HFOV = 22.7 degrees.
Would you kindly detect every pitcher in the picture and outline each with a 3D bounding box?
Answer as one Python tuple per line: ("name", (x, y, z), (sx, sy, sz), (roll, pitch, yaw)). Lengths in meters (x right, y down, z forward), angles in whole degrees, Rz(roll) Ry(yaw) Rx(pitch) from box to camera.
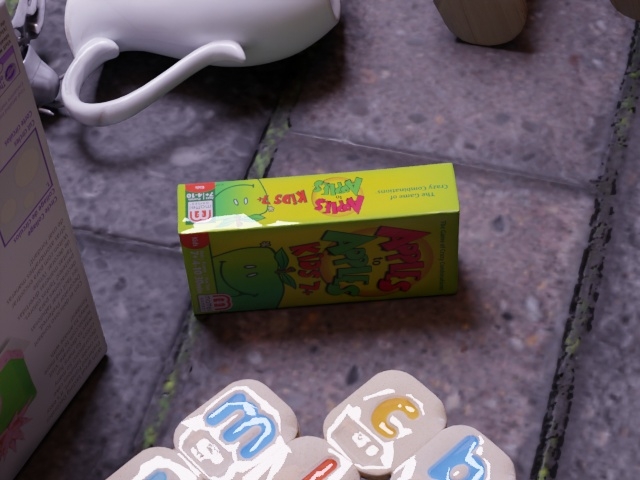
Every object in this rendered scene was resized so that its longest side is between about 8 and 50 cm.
("pitcher", (-0.092, -0.167, 1.189), (0.207, 0.125, 0.178), (-8, 58, 9))

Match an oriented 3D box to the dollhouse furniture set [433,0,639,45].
("dollhouse furniture set", (0.309, -0.308, 1.254), (0.394, 0.256, 0.362), (-4, 48, 27))

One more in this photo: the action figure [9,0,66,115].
("action figure", (-0.322, -0.141, 1.195), (0.285, 0.099, 0.185), (14, 46, -2))

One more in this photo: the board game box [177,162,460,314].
("board game box", (0.000, 0.000, 1.065), (0.181, 0.092, 0.043), (-4, 52, 0))

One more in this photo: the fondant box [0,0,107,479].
("fondant box", (-0.245, 0.041, 0.897), (0.096, 0.330, 0.238), (21, 56, 20))

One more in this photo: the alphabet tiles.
("alphabet tiles", (0.000, 0.202, 0.898), (0.278, 0.021, 0.284), (-37, 58, -23))
